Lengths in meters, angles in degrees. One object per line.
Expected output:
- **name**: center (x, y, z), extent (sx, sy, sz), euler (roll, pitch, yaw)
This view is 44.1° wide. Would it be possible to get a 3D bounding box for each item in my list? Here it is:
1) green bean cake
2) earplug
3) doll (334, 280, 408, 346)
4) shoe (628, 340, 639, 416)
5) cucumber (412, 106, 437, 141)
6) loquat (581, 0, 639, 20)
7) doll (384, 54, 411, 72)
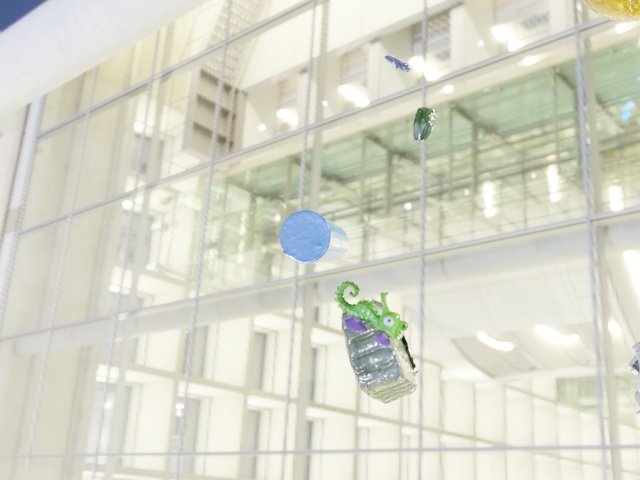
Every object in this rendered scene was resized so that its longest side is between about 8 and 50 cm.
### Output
- **green bean cake**: center (0.141, 0.266, 1.906), extent (0.222, 0.125, 0.227), euler (42, -150, -60)
- **earplug**: center (0.000, 0.000, 2.061), extent (0.273, 0.133, 0.132), euler (13, -112, -73)
- **doll**: center (0.106, 0.153, 1.709), extent (0.050, 0.190, 0.115), euler (-1, -68, -59)
- **shoe**: center (0.648, 0.205, 1.463), extent (0.124, 0.159, 0.316), euler (39, -130, -8)
- **cucumber**: center (0.308, -0.350, 2.373), extent (0.035, 0.067, 0.107), euler (60, -139, -64)
- **loquat**: center (0.504, -0.473, 1.322), extent (0.234, 0.176, 0.187), euler (54, -155, -15)
- **doll**: center (0.218, -0.505, 2.251), extent (0.037, 0.125, 0.027), euler (6, -66, -31)
